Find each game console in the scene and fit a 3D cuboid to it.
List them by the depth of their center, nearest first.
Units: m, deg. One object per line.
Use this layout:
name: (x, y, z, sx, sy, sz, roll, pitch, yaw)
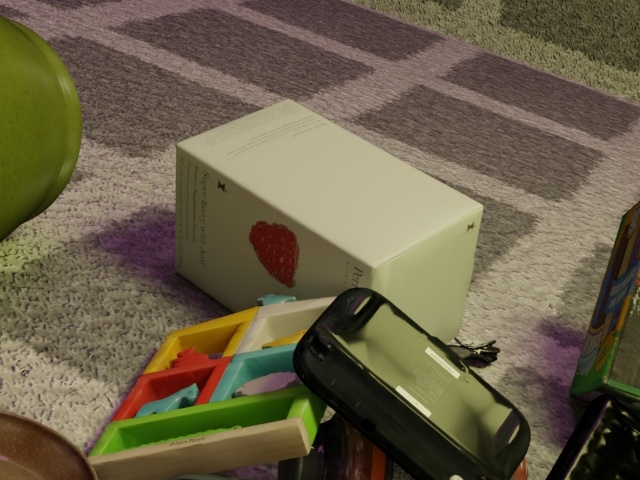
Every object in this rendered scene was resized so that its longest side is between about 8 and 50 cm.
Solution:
game console: (0.145, 0.168, 0.923, 0.361, 0.044, 0.213, 40, 53, 3)

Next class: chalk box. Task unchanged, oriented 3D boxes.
chalk box: (0.381, 0.113, 1.202, 0.180, 0.289, 0.179, 20, -9, 5)

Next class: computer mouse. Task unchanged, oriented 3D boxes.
computer mouse: (0.115, 0.086, 1.331, 0.106, 0.042, 0.193, -5, 36, -31)

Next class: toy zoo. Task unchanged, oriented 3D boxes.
toy zoo: (-0.075, 0.120, 1.024, 0.192, 0.030, 0.293, -13, 18, 15)

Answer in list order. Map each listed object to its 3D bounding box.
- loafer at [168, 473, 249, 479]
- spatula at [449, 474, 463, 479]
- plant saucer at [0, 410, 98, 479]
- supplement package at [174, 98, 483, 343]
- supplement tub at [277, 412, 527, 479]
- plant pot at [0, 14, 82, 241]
loafer: (-0.003, 0.218, 0.830, 0.267, 0.096, 0.084, 8, 0, 38)
spatula: (0.139, 0.279, 0.754, 0.242, 0.019, 0.168, 55, 24, -2)
plant saucer: (-0.265, 0.193, 0.852, 0.198, 0.036, 0.199, 13, 24, -6)
supplement package: (0.000, 0.000, 1.236, 0.293, 0.178, 0.175, 32, 42, 33)
supplement tub: (0.067, 0.196, 0.968, 0.197, 0.106, 0.106, 10, 24, -15)
plant pot: (-0.411, -0.106, 1.103, 0.366, 0.367, 0.353, 21, 12, 12)
